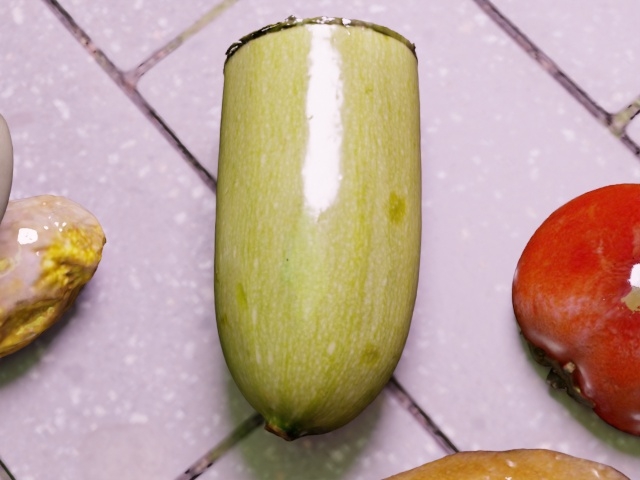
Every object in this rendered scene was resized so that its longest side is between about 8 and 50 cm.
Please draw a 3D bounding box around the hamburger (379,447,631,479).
[{"bbox_3d":[0.088,0.240,0.807,0.314,0.170,0.290,-22,52,-16],"label":"hamburger"}]

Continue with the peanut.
[{"bbox_3d":[-0.226,0.045,0.984,0.206,0.087,0.087,-39,69,-8],"label":"peanut"}]

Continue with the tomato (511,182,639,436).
[{"bbox_3d":[0.189,0.031,0.940,0.139,0.091,0.159,-36,67,-9],"label":"tomato"}]

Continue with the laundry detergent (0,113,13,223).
[{"bbox_3d":[-0.269,-0.017,0.939,0.181,0.091,0.253,-46,29,-23],"label":"laundry detergent"}]

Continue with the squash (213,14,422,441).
[{"bbox_3d":[0.000,0.000,0.957,0.132,0.132,0.247,-2,70,6],"label":"squash"}]
